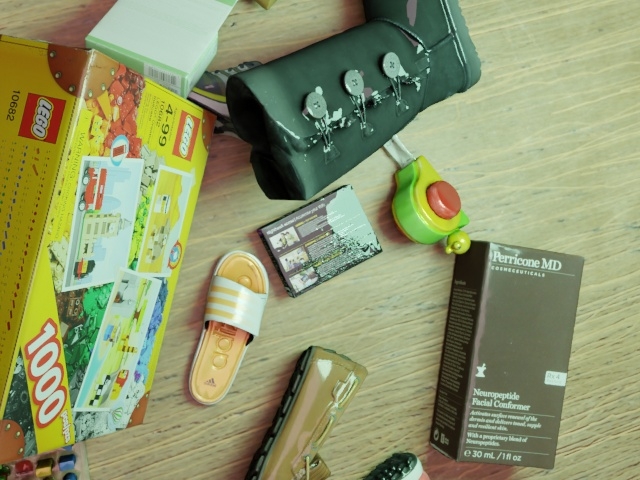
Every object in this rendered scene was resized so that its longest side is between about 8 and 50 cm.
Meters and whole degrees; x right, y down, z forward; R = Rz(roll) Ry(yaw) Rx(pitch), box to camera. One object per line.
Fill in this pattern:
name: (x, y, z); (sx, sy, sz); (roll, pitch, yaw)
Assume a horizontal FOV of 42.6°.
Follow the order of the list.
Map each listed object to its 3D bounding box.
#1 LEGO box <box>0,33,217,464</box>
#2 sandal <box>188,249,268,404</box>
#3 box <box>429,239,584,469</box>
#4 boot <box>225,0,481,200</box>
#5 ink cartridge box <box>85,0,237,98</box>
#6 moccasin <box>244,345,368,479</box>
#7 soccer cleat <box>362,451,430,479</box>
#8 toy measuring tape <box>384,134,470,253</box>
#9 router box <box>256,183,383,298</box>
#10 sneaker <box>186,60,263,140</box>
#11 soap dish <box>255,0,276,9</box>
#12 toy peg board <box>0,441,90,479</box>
LEGO box: (-0.354, 0.013, 1.133); (0.193, 0.372, 0.500); (13, 90, 17)
sandal: (-0.148, 0.150, 1.363); (0.102, 0.076, 0.265); (15, 88, -14)
box: (0.329, 0.198, 1.452); (0.191, 0.143, 0.381); (8, 88, -14)
boot: (0.025, -0.313, 1.295); (0.445, 0.146, 0.367); (-34, 99, -27)
ink cartridge box: (-0.239, -0.343, 1.297); (0.171, 0.056, 0.235); (21, 54, 5)
moccasin: (-0.034, 0.370, 1.377); (0.147, 0.139, 0.380); (26, 76, -5)
soccer cleat: (0.062, 0.501, 1.414); (0.318, 0.108, 0.116); (-34, 103, -13)
toy measuring tape: (0.142, -0.099, 1.406); (0.121, 0.121, 0.330); (-41, 97, -9)
router box: (0.000, 0.000, 1.410); (0.179, 0.046, 0.133); (-27, 97, -12)
sneaker: (-0.151, -0.241, 1.349); (0.300, 0.111, 0.121); (17, 68, -13)
soap dish: (-0.075, -0.562, 1.338); (0.229, 0.118, 0.291); (42, 81, -12)
toy peg board: (-0.455, 0.345, 1.292); (0.161, 0.079, 0.161); (-8, 94, -13)
